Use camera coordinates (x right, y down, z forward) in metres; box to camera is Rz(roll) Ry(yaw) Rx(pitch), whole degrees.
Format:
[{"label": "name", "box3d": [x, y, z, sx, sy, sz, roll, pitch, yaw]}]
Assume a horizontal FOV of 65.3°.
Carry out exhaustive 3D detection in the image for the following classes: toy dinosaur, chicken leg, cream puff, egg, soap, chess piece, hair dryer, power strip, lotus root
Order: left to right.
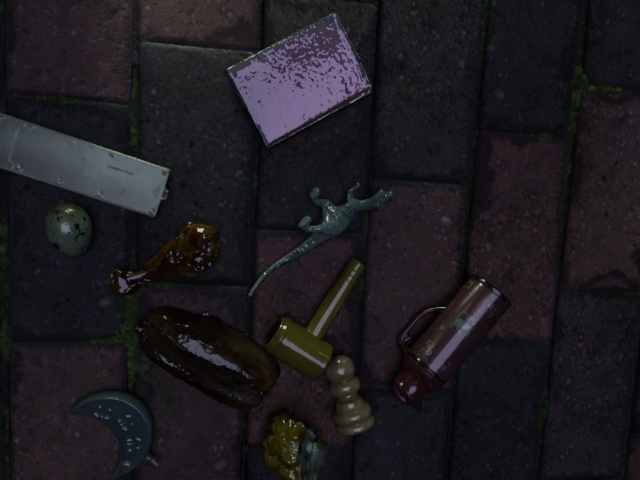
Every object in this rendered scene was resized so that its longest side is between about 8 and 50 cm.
[{"label": "egg", "box3d": [-0.497, -0.020, 0.991, 0.085, 0.085, 0.110, -15, 110, -8]}, {"label": "power strip", "box3d": [-0.484, -0.150, 1.000, 0.367, 0.043, 0.106, 19, 92, -12]}, {"label": "power strip", "box3d": [-0.425, 0.413, 1.072, 0.137, 0.044, 0.216, -32, 100, -6]}, {"label": "chicken leg", "box3d": [-0.319, 0.047, 1.037, 0.251, 0.087, 0.107, -24, 79, 0]}, {"label": "lotus root", "box3d": [-0.241, 0.253, 1.070, 0.329, 0.078, 0.167, 29, 89, -12]}, {"label": "cream puff", "box3d": [-0.064, 0.455, 1.097, 0.156, 0.156, 0.121, 36, 74, -12]}, {"label": "soap", "box3d": [-0.044, -0.324, 1.037, 0.259, 0.081, 0.181, -31, 99, -4]}, {"label": "toy dinosaur", "box3d": [-0.023, -0.033, 1.073, 0.382, 0.076, 0.129, -29, 124, 1]}, {"label": "hair dryer", "box3d": [0.002, 0.154, 1.105, 0.134, 0.090, 0.279, 34, 84, -9]}, {"label": "chess piece", "box3d": [0.060, 0.340, 1.131, 0.094, 0.094, 0.171, -14, 91, -8]}]

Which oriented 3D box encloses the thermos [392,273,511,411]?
[{"label": "thermos", "box3d": [0.275, 0.228, 1.138, 0.136, 0.109, 0.330, 41, 89, -12]}]
